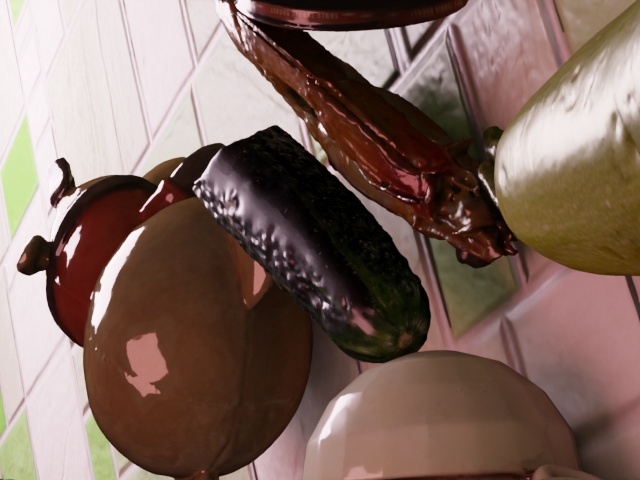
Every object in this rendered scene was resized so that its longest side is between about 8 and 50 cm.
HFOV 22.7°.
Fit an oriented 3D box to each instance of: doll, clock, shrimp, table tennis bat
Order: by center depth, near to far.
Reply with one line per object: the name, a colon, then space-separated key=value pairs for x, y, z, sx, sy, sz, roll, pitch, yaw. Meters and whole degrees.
clock: x=0.078 y=0.256 z=0.788 sx=0.342 sy=0.184 sz=0.326 roll=47 pitch=130 yaw=47
shrimp: x=0.026 y=-0.066 z=0.914 sx=0.062 sy=0.154 sz=0.294 roll=-51 pitch=43 yaw=1
table tennis bat: x=0.007 y=-0.153 z=0.934 sx=0.220 sy=0.130 sz=0.019 roll=-133 pitch=37 yaw=-63
doll: x=-0.115 y=0.043 z=1.169 sx=0.330 sy=0.174 sz=0.235 roll=40 pitch=118 yaw=57

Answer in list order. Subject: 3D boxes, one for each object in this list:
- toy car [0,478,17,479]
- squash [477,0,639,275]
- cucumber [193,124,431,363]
toy car: x=-0.188 y=0.335 z=1.334 sx=0.176 sy=0.213 sz=0.358 roll=-51 pitch=34 yaw=21
squash: x=0.146 y=-0.029 z=0.698 sx=0.287 sy=0.137 sz=0.137 roll=135 pitch=128 yaw=-72
cucumber: x=-0.001 y=0.001 z=0.940 sx=0.241 sy=0.074 sz=0.074 roll=45 pitch=133 yaw=51
